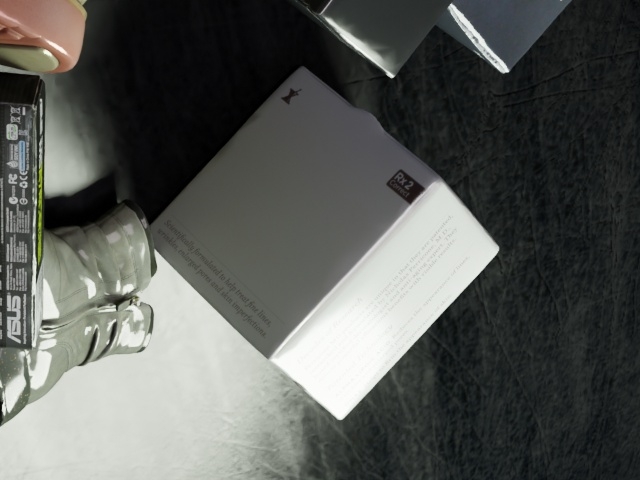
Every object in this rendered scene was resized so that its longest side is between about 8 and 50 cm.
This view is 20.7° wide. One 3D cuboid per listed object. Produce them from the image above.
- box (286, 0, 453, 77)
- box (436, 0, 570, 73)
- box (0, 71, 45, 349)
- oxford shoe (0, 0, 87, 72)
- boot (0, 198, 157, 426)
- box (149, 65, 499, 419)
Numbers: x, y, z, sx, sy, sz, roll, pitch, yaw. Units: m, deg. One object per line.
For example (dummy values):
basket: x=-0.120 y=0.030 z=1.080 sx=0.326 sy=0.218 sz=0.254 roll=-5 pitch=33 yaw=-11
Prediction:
box: x=0.050 y=-0.267 z=1.143 sx=0.261 sy=0.184 sz=0.103 roll=-52 pitch=142 yaw=4
box: x=0.131 y=-0.250 z=1.252 sx=0.207 sy=0.153 sz=0.108 roll=-49 pitch=140 yaw=0
box: x=-0.266 y=-0.021 z=1.093 sx=0.184 sy=0.045 sz=0.191 roll=5 pitch=125 yaw=-1
oxford shoe: x=-0.274 y=-0.235 z=0.942 sx=0.397 sy=0.140 sz=0.147 roll=32 pitch=72 yaw=-44
boot: x=-0.191 y=0.004 z=1.243 sx=0.161 sy=0.083 sz=0.247 roll=-32 pitch=139 yaw=-37
box: x=0.000 y=0.000 z=1.311 sx=0.182 sy=0.181 sz=0.119 roll=-46 pitch=140 yaw=-2
